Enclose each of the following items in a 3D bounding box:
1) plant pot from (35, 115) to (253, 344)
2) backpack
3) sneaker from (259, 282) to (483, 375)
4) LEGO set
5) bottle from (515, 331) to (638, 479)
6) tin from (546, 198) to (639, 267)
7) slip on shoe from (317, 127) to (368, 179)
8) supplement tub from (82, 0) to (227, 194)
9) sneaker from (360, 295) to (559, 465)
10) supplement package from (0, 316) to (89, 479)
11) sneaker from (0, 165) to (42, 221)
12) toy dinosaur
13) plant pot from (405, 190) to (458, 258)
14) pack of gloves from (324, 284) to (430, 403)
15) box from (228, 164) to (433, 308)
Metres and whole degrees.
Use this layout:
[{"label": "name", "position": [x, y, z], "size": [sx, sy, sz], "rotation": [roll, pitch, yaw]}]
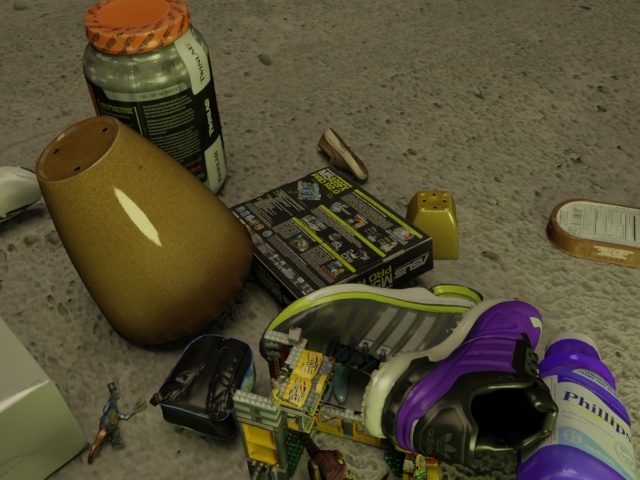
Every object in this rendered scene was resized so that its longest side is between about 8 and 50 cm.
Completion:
[{"label": "plant pot", "position": [-0.249, -0.032, 0.935], "size": [0.237, 0.254, 0.237], "rotation": [-15, 44, 15]}, {"label": "backpack", "position": [-0.133, 0.179, 0.868], "size": [0.104, 0.084, 0.114], "rotation": [11, 50, 15]}, {"label": "sneaker", "position": [0.075, 0.125, 0.855], "size": [0.299, 0.111, 0.121], "rotation": [-3, 54, -15]}, {"label": "LEGO set", "position": [-0.003, 0.241, 0.714], "size": [0.254, 0.192, 0.331], "rotation": [18, 47, 22]}, {"label": "bottle", "position": [0.278, 0.199, 0.772], "size": [0.118, 0.092, 0.283], "rotation": [35, 30, 1]}, {"label": "tin", "position": [0.443, -0.013, 1.072], "size": [0.189, 0.040, 0.106], "rotation": [10, 49, 14]}, {"label": "slip on shoe", "position": [0.037, -0.144, 1.237], "size": [0.041, 0.051, 0.135], "rotation": [-45, 55, 14]}, {"label": "supplement tub", "position": [-0.262, -0.217, 1.131], "size": [0.193, 0.316, 0.194], "rotation": [-1, 43, 1]}, {"label": "sneaker", "position": [0.184, 0.151, 0.729], "size": [0.146, 0.102, 0.293], "rotation": [17, 26, 39]}, {"label": "supplement package", "position": [-0.421, 0.200, 0.817], "size": [0.194, 0.149, 0.203], "rotation": [-35, 52, -28]}, {"label": "sneaker", "position": [-0.544, -0.022, 1.105], "size": [0.234, 0.094, 0.153], "rotation": [-16, 46, -13]}, {"label": "toy dinosaur", "position": [-0.265, 0.215, 0.874], "size": [0.090, 0.047, 0.082], "rotation": [-33, 31, -14]}, {"label": "plant pot", "position": [0.170, -0.029, 1.072], "size": [0.081, 0.083, 0.082], "rotation": [1, 44, 5]}, {"label": "pack of gloves", "position": [0.070, 0.125, 0.942], "size": [0.194, 0.046, 0.232], "rotation": [5, 44, 10]}, {"label": "box", "position": [0.000, 0.000, 1.046], "size": [0.216, 0.060, 0.270], "rotation": [-25, 40, -22]}]
